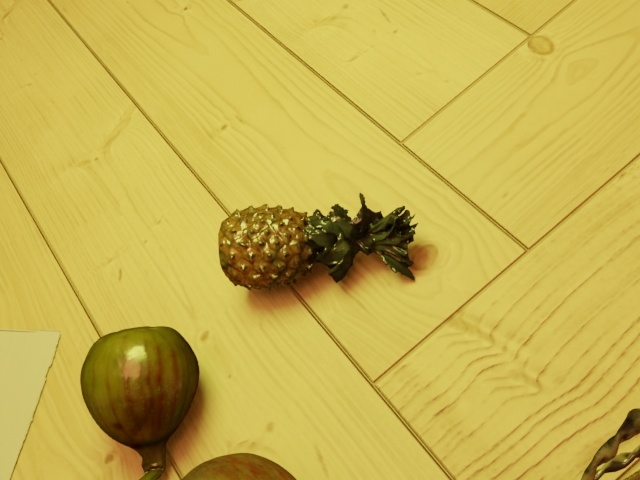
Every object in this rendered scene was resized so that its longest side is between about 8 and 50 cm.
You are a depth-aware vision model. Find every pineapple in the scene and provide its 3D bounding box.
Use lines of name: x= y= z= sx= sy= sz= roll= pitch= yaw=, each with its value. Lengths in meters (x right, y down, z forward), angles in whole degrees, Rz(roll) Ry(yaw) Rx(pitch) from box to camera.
pineapple: x=0.000 y=0.000 z=0.903 sx=0.251 sy=0.125 sz=0.125 roll=-3 pitch=60 yaw=13

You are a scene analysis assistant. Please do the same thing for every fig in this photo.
fig: x=-0.208 y=0.194 z=0.863 sx=0.142 sy=0.148 sz=0.186 roll=-24 pitch=93 yaw=-10

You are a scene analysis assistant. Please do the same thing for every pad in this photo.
pad: x=-0.464 y=0.232 z=1.004 sx=0.157 sy=0.004 sz=0.232 roll=-1 pitch=61 yaw=20

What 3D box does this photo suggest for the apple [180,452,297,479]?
apple: x=-0.085 y=0.314 z=0.700 sx=0.188 sy=0.188 sz=0.174 roll=-41 pitch=62 yaw=-6

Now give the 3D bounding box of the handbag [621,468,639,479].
handbag: x=0.344 y=0.283 z=0.607 sx=0.151 sy=0.072 sz=0.193 roll=-24 pitch=50 yaw=-20

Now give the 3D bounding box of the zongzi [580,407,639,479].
zongzi: x=0.212 y=0.440 z=0.523 sx=0.467 sy=0.218 sz=0.500 roll=45 pitch=63 yaw=-7
